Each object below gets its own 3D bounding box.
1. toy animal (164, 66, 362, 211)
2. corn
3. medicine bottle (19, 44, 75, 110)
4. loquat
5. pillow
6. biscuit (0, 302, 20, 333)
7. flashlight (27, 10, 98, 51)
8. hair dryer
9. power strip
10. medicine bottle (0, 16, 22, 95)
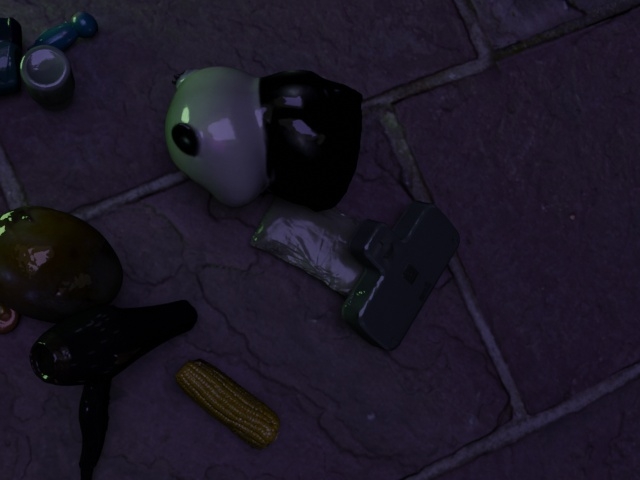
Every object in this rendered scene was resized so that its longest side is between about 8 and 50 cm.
[{"bbox_3d":[-0.105,-0.184,1.387,0.309,0.251,0.251,6,79,-18],"label":"toy animal"},{"bbox_3d":[-0.154,0.274,1.381,0.203,0.072,0.072,37,75,-2],"label":"corn"},{"bbox_3d":[-0.457,-0.270,1.385,0.080,0.130,0.080,2,81,-11],"label":"medicine bottle"},{"bbox_3d":[-0.429,0.039,1.311,0.227,0.179,0.179,25,76,-20],"label":"loquat"},{"bbox_3d":[0.000,0.000,1.474,0.229,0.050,0.148,31,68,-5],"label":"pillow"},{"bbox_3d":[-0.651,0.066,1.329,0.334,0.047,0.202,45,75,0],"label":"biscuit"},{"bbox_3d":[-0.454,-0.358,1.446,0.129,0.051,0.051,-37,89,-12],"label":"flashlight"},{"bbox_3d":[-0.337,0.264,1.321,0.120,0.303,0.360,19,107,28],"label":"hair dryer"},{"bbox_3d":[0.127,0.042,1.444,0.193,0.059,0.265,45,72,-35],"label":"power strip"},{"bbox_3d":[-0.623,-0.289,1.382,0.258,0.079,0.124,-17,87,-13],"label":"medicine bottle"}]
